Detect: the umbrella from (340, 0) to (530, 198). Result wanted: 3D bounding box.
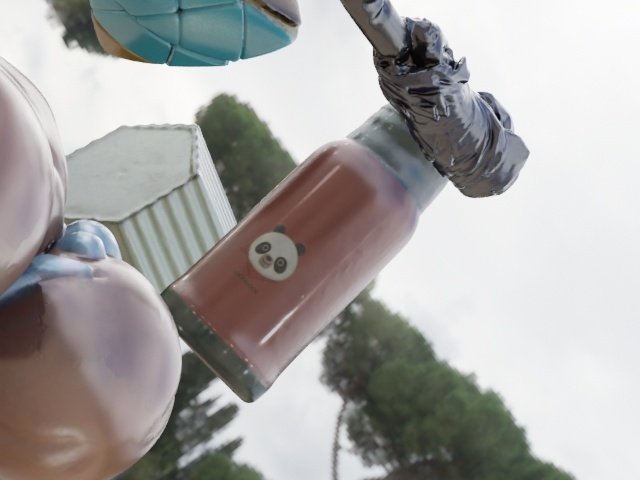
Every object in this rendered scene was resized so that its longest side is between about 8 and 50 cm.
[{"bbox_3d":[0.069,-0.107,0.786,0.071,0.071,0.248,35,-7,42],"label":"umbrella"}]

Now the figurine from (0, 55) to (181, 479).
[{"bbox_3d":[-0.287,0.010,0.609,0.277,0.387,0.248,65,12,-53],"label":"figurine"}]

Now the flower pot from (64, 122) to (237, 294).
[{"bbox_3d":[-0.226,-0.019,1.551,0.209,0.239,0.190,35,-28,48],"label":"flower pot"}]

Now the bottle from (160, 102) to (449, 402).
[{"bbox_3d":[0.000,0.000,1.213,0.144,0.336,0.144,45,-8,8],"label":"bottle"}]

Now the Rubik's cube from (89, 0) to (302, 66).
[{"bbox_3d":[-0.183,-0.278,1.299,0.254,0.254,0.254,44,-25,27],"label":"Rubik's cube"}]
